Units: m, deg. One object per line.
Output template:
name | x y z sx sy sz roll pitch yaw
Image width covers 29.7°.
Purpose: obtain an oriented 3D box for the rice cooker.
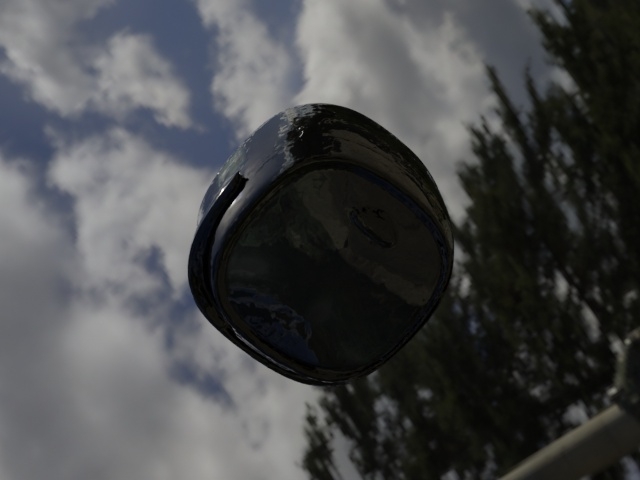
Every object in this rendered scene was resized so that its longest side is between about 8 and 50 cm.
rice cooker | 0.000 0.000 1.208 0.267 0.267 0.224 45 -171 -18
